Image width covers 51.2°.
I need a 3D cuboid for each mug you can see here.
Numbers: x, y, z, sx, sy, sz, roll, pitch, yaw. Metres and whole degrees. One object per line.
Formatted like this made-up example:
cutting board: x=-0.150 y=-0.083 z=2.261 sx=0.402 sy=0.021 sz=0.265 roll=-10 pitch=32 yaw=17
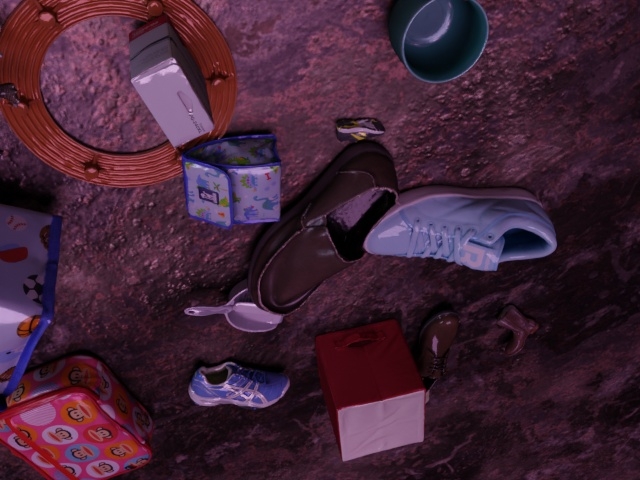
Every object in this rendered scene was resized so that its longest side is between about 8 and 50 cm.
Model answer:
mug: x=0.170 y=-0.318 z=0.961 sx=0.130 sy=0.097 sz=0.157 roll=16 pitch=122 yaw=-26

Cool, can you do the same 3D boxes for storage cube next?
storage cube: x=0.102 y=0.310 z=1.395 sx=0.184 sy=0.193 sz=0.214 roll=-11 pitch=132 yaw=-7

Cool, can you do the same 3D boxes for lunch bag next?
lunch bag: x=-0.601 y=0.118 z=0.994 sx=0.328 sy=0.238 sz=0.385 roll=17 pitch=136 yaw=-30
lunch bag: x=-0.501 y=0.371 z=1.329 sx=0.258 sy=0.120 sz=0.293 roll=-21 pitch=130 yaw=7
lunch bag: x=-0.140 y=-0.092 z=1.058 sx=0.151 sy=0.096 sz=0.128 roll=-4 pitch=135 yaw=-9

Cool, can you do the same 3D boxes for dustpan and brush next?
dustpan and brush: x=-0.151 y=0.121 z=1.252 sx=0.211 sy=0.060 sz=0.147 roll=6 pitch=126 yaw=-21

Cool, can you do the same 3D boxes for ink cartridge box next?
ink cartridge box: x=-0.195 y=-0.209 z=0.869 sx=0.063 sy=0.150 sz=0.109 roll=-25 pitch=130 yaw=4

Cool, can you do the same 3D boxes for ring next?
ring: x=-0.287 y=-0.212 z=0.960 sx=0.337 sy=0.032 sz=0.336 roll=-9 pitch=130 yaw=-10

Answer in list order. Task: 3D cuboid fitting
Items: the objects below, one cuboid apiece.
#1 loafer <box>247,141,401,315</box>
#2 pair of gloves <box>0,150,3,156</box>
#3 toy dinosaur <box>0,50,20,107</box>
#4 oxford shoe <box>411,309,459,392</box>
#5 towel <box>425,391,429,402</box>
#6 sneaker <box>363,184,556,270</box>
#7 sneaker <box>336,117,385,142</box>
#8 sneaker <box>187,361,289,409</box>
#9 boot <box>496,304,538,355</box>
loafer: x=0.000 y=0.000 z=1.138 sx=0.134 sy=0.130 sz=0.365 roll=24 pitch=114 yaw=-30
pair of gloves: x=-0.507 y=-0.143 z=0.967 sx=0.074 sy=0.010 sz=0.083 roll=-10 pitch=131 yaw=-8
toy dinosaur: x=-0.483 y=-0.214 z=0.823 sx=0.160 sy=0.121 sz=0.313 roll=-29 pitch=136 yaw=-35
oxford shoe: x=0.253 y=0.248 z=1.453 sx=0.083 sy=0.096 sz=0.227 roll=4 pitch=125 yaw=-17
towel: x=0.187 y=0.369 z=1.578 sx=0.148 sy=0.027 sz=0.110 roll=-16 pitch=130 yaw=-3
sneaker: x=0.256 y=-0.012 z=1.203 sx=0.366 sy=0.150 sz=0.135 roll=-9 pitch=129 yaw=-9
sneaker: x=0.064 y=-0.179 z=1.094 sx=0.083 sy=0.031 sz=0.035 roll=1 pitch=141 yaw=-12
sneaker: x=-0.164 y=0.297 z=1.381 sx=0.211 sy=0.080 sz=0.081 roll=-1 pitch=132 yaw=-17
boot: x=0.424 y=0.201 z=1.501 sx=0.114 sy=0.037 sz=0.106 roll=28 pitch=103 yaw=-36
